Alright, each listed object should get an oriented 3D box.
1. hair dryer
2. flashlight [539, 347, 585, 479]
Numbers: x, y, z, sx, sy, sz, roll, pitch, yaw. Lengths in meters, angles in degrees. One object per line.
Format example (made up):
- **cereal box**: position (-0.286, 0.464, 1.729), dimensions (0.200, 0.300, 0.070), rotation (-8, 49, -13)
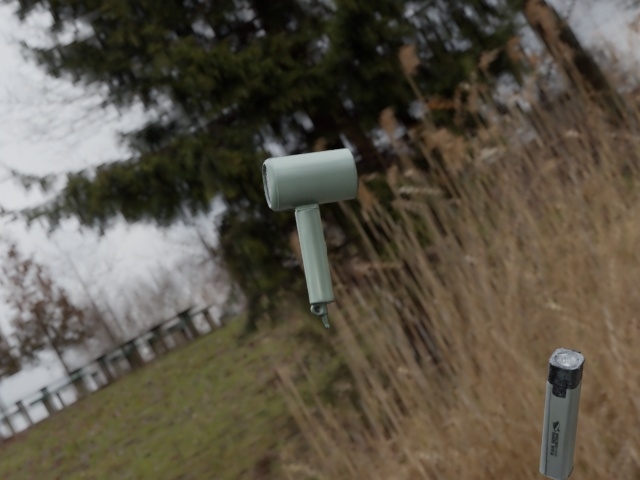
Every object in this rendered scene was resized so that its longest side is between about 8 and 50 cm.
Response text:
- **hair dryer**: position (0.000, 0.000, 0.861), dimensions (0.063, 0.124, 0.038), rotation (-9, -1, -10)
- **flashlight**: position (0.138, 0.100, 0.702), dimensions (0.018, 0.083, 0.018), rotation (15, 36, 24)
